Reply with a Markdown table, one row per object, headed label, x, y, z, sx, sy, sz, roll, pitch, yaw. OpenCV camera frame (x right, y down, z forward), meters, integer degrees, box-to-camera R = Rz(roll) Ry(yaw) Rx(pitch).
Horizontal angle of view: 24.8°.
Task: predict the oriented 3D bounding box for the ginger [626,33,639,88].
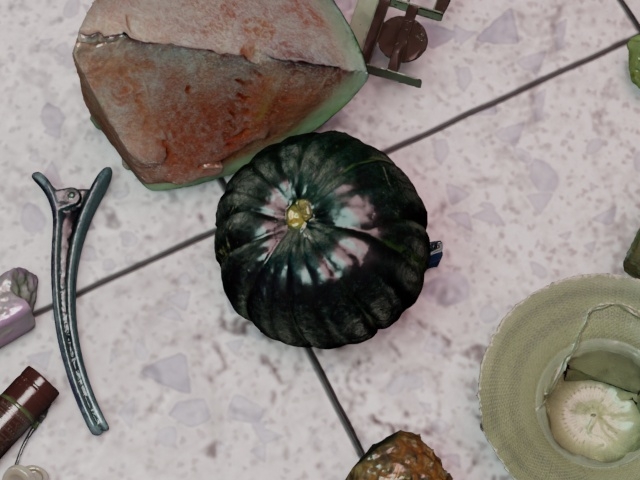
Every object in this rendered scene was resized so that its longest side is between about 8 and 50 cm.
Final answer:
| label | x | y | z | sx | sy | sz | roll | pitch | yaw |
| --- | --- | --- | --- | --- | --- | --- | --- | --- | --- |
| ginger | 0.431 | -0.278 | 1.607 | 0.137 | 0.089 | 0.290 | 26 | 76 | -15 |

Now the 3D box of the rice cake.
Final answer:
| label | x | y | z | sx | sy | sz | roll | pitch | yaw |
| --- | --- | --- | --- | --- | --- | --- | --- | --- | --- |
| rice cake | -0.427 | 0.138 | 1.417 | 0.365 | 0.073 | 0.056 | -31 | 75 | -15 |

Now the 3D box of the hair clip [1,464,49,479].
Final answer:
| label | x | y | z | sx | sy | sz | roll | pitch | yaw |
| --- | --- | --- | --- | --- | --- | --- | --- | --- | --- |
| hair clip | -0.323 | 0.310 | 1.367 | 0.034 | 0.072 | 0.226 | 26 | 73 | 7 |

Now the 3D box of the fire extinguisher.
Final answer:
| label | x | y | z | sx | sy | sz | roll | pitch | yaw |
| --- | --- | --- | --- | --- | --- | --- | --- | --- | --- |
| fire extinguisher | -0.318 | 0.199 | 1.419 | 0.078 | 0.045 | 0.157 | 46 | 72 | -13 |

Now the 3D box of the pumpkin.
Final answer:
| label | x | y | z | sx | sy | sz | roll | pitch | yaw |
| --- | --- | --- | --- | --- | --- | --- | --- | --- | --- |
| pumpkin | 0.000 | 0.000 | 1.436 | 0.220 | 0.162 | 0.221 | -7 | 67 | 17 |

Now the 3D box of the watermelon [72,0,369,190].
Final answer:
| label | x | y | z | sx | sy | sz | roll | pitch | yaw |
| --- | --- | --- | --- | --- | --- | --- | --- | --- | --- |
| watermelon | -0.156 | -0.212 | 1.454 | 0.283 | 0.292 | 0.250 | -41 | 48 | 14 |

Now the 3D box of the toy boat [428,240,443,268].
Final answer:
| label | x | y | z | sx | sy | sz | roll | pitch | yaw |
| --- | --- | --- | --- | --- | --- | --- | --- | --- | --- |
| toy boat | 0.088 | 0.017 | 1.507 | 0.083 | 0.038 | 0.038 | -17 | 74 | -2 |

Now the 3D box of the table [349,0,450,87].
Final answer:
| label | x | y | z | sx | sy | sz | roll | pitch | yaw |
| --- | --- | --- | --- | --- | --- | --- | --- | --- | --- |
| table | 0.046 | -0.247 | 1.576 | 0.175 | 0.062 | 0.146 | 18 | 72 | 3 |

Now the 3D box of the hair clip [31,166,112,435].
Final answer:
| label | x | y | z | sx | sy | sz | roll | pitch | yaw |
| --- | --- | --- | --- | --- | --- | --- | --- | --- | --- |
| hair clip | -0.246 | 0.061 | 1.472 | 0.083 | 0.048 | 0.275 | -3 | 78 | -7 |

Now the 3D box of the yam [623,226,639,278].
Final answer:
| label | x | y | z | sx | sy | sz | roll | pitch | yaw |
| --- | --- | --- | --- | --- | --- | --- | --- | --- | --- |
| yam | 0.452 | 0.007 | 1.478 | 0.268 | 0.161 | 0.161 | 22 | 72 | 4 |

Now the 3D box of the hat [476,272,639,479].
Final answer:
| label | x | y | z | sx | sy | sz | roll | pitch | yaw |
| --- | --- | --- | --- | --- | --- | --- | --- | --- | --- |
| hat | 0.277 | 0.167 | 1.438 | 0.252 | 0.110 | 0.252 | -1 | 72 | 4 |

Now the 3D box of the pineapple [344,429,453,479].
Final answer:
| label | x | y | z | sx | sy | sz | roll | pitch | yaw |
| --- | --- | --- | --- | --- | --- | --- | --- | --- | --- |
| pineapple | 0.107 | 0.279 | 1.396 | 0.108 | 0.108 | 0.198 | -36 | 84 | -14 |
